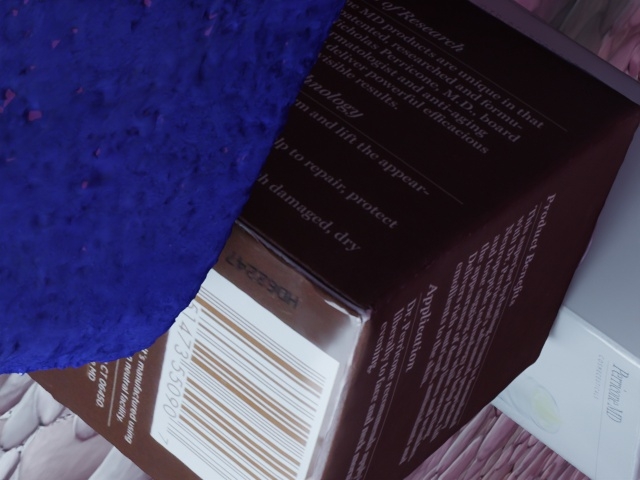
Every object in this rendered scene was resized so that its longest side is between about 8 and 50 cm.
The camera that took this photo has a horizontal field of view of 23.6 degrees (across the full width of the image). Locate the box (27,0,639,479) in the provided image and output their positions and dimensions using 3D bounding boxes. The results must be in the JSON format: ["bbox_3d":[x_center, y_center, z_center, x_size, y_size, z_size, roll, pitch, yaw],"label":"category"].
[{"bbox_3d":[0.000,0.000,0.671,0.203,0.167,0.168,-34,150,-42],"label":"box"}]

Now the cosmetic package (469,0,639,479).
[{"bbox_3d":[0.132,0.008,0.872,0.138,0.225,0.224,-48,157,-15],"label":"cosmetic package"}]

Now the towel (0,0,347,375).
[{"bbox_3d":[-0.123,-0.062,0.417,0.308,0.076,0.227,3,121,-53],"label":"towel"}]
